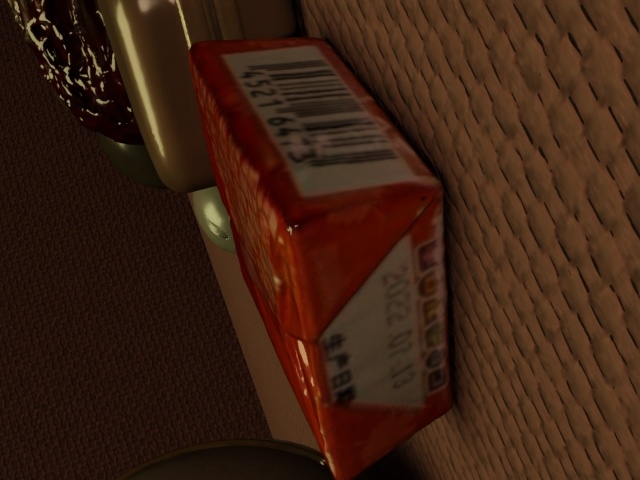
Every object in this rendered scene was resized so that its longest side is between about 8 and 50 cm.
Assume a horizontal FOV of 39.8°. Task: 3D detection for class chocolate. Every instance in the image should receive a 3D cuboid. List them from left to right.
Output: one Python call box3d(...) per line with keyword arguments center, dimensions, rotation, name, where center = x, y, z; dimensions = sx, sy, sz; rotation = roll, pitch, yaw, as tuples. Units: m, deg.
box3d(center=(0.000, 0.000, 0.617), dimensions=(0.237, 0.107, 0.235), rotation=(-123, 18, -49), name="chocolate")

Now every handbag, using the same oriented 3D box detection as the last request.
box3d(center=(-0.121, -0.211, 0.782), dimensions=(0.302, 0.149, 0.283), rotation=(-123, 16, -61), name="handbag")

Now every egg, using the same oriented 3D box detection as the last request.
box3d(center=(-0.098, -0.047, 1.043), dimensions=(0.103, 0.103, 0.135), rotation=(93, 158, -63), name="egg")

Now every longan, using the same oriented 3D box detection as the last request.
box3d(center=(-0.245, -0.177, 1.348), dimensions=(0.220, 0.196, 0.197), rotation=(141, 111, -72), name="longan")

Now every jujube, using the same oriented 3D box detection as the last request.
box3d(center=(-0.244, -0.297, 1.040), dimensions=(0.258, 0.258, 0.377), rotation=(-168, 67, -78), name="jujube")

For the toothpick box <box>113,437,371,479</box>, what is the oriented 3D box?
box3d(center=(-0.081, 0.399, 0.888), dimensions=(0.425, 0.408, 0.409), rotation=(28, -138, -80), name="toothpick box")
